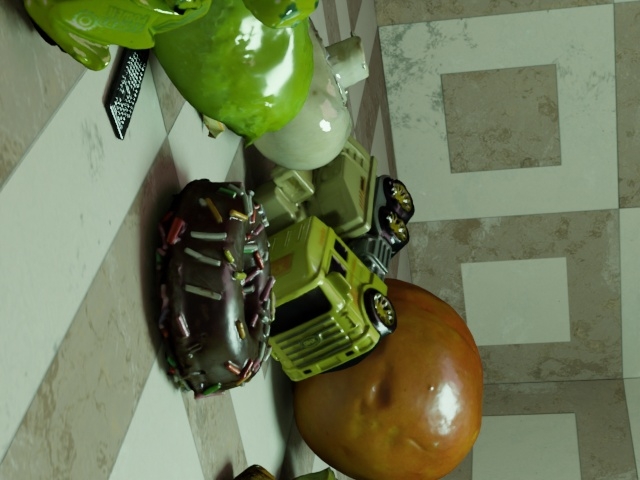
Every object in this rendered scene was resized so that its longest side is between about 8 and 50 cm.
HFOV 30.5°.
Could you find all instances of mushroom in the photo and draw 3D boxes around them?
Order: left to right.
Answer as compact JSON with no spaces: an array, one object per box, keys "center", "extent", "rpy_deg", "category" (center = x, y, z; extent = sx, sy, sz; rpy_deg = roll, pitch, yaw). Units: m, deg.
[{"center":[-0.027,-0.224,1.642],"extent":[0.246,0.202,0.246],"rpy_deg":[62,8,-16],"category":"mushroom"}]

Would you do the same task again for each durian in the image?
[{"center":[-0.096,-0.280,1.290],"extent":[0.256,0.204,0.339],"rpy_deg":[5,76,-66],"category":"durian"}]

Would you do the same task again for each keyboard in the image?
[{"center":[-0.202,-0.173,1.247],"extent":[0.053,0.010,0.155],"rpy_deg":[77,13,-45],"category":"keyboard"}]

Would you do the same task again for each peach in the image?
[{"center":[0.117,0.234,1.910],"extent":[0.342,0.302,0.343],"rpy_deg":[-57,-167,21],"category":"peach"}]

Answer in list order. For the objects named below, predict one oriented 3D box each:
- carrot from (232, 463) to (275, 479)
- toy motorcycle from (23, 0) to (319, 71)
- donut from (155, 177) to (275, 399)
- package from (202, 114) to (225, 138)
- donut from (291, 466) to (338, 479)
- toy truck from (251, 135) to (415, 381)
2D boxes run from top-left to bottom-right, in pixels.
[{"center":[-0.104,0.335,1.455],"extent":[0.229,0.069,0.069],"rpy_deg":[-27,113,-76],"category":"carrot"},{"center":[-0.128,-0.241,1.031],"extent":[0.342,0.206,0.142],"rpy_deg":[-21,94,-47],"category":"toy motorcycle"},{"center":[-0.118,0.053,1.380],"extent":[0.270,0.103,0.269],"rpy_deg":[-4,90,-81],"category":"donut"},{"center":[-0.145,-0.205,1.515],"extent":[0.120,0.031,0.108],"rpy_deg":[69,20,-53],"category":"package"},{"center":[-0.012,0.487,1.814],"extent":[0.272,0.107,0.272],"rpy_deg":[-7,90,-84],"category":"donut"},{"center":[0.000,0.000,1.751],"extent":[0.254,0.181,0.405],"rpy_deg":[46,32,-25],"category":"toy truck"}]
